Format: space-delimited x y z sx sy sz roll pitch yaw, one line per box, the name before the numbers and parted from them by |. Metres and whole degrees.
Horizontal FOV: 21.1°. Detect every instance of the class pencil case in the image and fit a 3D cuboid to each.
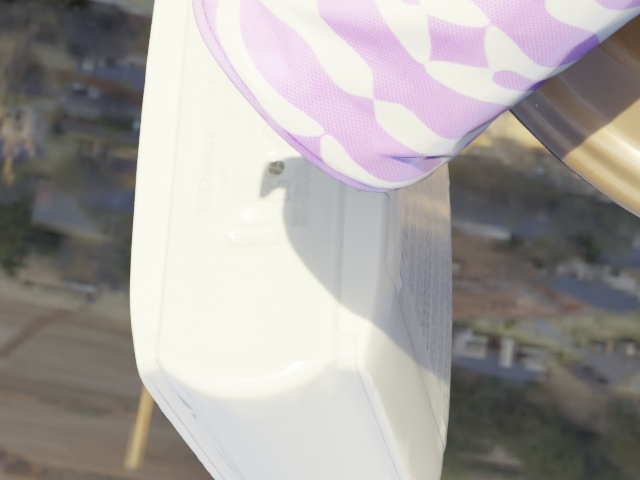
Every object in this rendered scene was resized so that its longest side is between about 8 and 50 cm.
pencil case | 0.060 -0.096 0.387 0.088 0.086 0.206 39 121 -18

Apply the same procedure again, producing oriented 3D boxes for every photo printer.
photo printer | 0.000 0.000 0.804 0.107 0.256 0.307 -1 157 9

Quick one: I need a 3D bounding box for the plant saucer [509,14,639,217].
plant saucer | 0.165 -0.121 0.522 0.278 0.278 0.041 8 158 1
